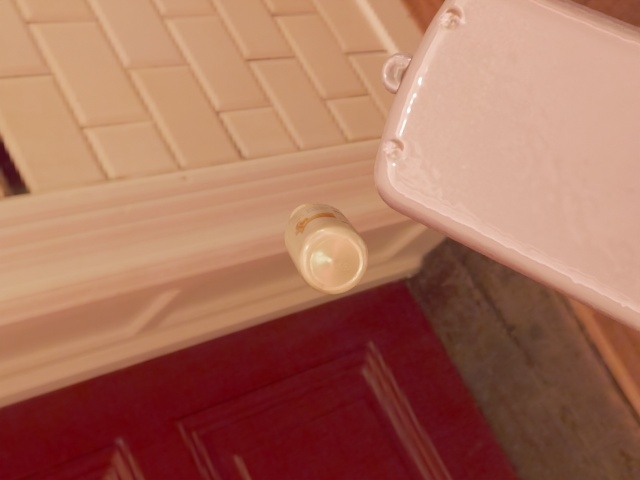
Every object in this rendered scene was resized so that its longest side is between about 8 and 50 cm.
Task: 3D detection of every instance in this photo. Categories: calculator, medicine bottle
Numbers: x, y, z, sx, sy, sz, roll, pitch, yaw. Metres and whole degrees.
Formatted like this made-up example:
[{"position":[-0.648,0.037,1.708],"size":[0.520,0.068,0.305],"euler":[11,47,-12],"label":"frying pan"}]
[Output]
[{"position":[0.098,-0.030,0.385],"size":[0.175,0.032,0.100],"euler":[28,102,20],"label":"calculator"},{"position":[0.000,0.000,1.727],"size":[0.252,0.114,0.114],"euler":[-125,35,-72],"label":"medicine bottle"}]
